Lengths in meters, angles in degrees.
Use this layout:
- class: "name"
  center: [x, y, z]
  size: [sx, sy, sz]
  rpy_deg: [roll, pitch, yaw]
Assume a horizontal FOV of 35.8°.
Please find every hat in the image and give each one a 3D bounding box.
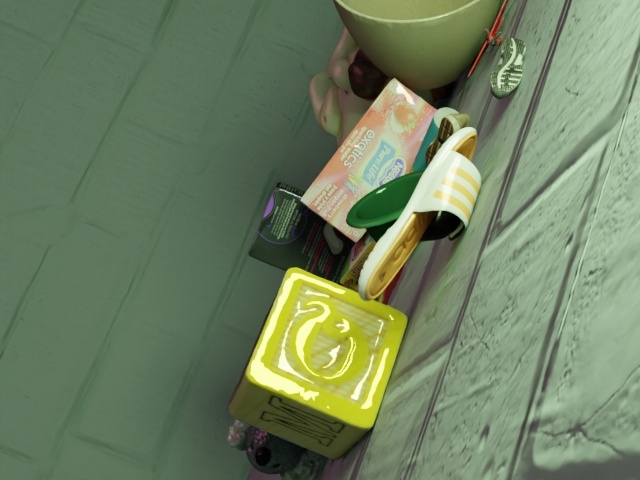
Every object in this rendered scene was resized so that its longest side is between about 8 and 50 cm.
- class: "hat"
  center: [0.150, 0.007, 1.657]
  size: [0.208, 0.184, 0.173]
  rpy_deg: [-25, 19, 8]

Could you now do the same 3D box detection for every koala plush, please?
- class: "koala plush"
  center: [-0.058, 0.317, 1.698]
  size: [0.203, 0.196, 0.221]
  rpy_deg: [-49, -16, -58]

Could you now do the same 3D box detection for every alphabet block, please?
- class: "alphabet block"
  center: [-0.008, 0.185, 1.459]
  size: [0.197, 0.193, 0.192]
  rpy_deg: [117, 174, -63]

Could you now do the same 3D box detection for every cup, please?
- class: "cup"
  center: [0.194, -0.430, 1.896]
  size: [0.237, 0.331, 0.331]
  rpy_deg: [75, -151, -49]

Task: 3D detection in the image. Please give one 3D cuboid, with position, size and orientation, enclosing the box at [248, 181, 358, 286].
- class: "box"
  center: [0.000, 0.000, 2.144]
  size: [0.143, 0.270, 0.165]
  rpy_deg: [-81, 14, -82]

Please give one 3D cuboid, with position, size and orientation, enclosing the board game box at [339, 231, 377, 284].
- class: "board game box"
  center: [0.116, -0.012, 1.959]
  size: [0.259, 0.039, 0.124]
  rpy_deg: [-56, 7, 33]

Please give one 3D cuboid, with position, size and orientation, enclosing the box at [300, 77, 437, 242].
- class: "box"
  center: [0.105, -0.156, 1.957]
  size: [0.300, 0.142, 0.154]
  rpy_deg: [-53, 0, 3]

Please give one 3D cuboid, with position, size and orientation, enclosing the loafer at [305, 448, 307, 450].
- class: "loafer"
  center: [-0.010, 0.327, 1.867]
  size: [0.061, 0.062, 0.170]
  rpy_deg: [122, 170, -49]

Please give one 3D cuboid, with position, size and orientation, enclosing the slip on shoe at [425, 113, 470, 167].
- class: "slip on shoe"
  center: [0.213, -0.163, 1.659]
  size: [0.041, 0.051, 0.135]
  rpy_deg: [-24, -31, -26]

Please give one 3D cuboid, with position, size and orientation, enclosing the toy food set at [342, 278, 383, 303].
- class: "toy food set"
  center: [0.069, 0.119, 1.886]
  size: [0.218, 0.071, 0.128]
  rpy_deg: [120, 172, -77]

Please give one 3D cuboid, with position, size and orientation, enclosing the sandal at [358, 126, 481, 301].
- class: "sandal"
  center: [0.146, -0.020, 1.266]
  size: [0.265, 0.076, 0.102]
  rpy_deg: [-56, -22, -11]

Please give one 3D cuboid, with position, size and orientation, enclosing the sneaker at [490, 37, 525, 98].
- class: "sneaker"
  center: [0.255, -0.225, 1.344]
  size: [0.044, 0.040, 0.109]
  rpy_deg: [89, -159, -51]

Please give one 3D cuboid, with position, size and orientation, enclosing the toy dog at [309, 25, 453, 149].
- class: "toy dog"
  center: [0.135, -0.328, 2.237]
  size: [0.408, 0.284, 0.395]
  rpy_deg: [118, 159, -69]

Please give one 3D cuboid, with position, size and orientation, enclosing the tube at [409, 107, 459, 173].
- class: "tube"
  center: [0.202, -0.161, 1.800]
  size: [0.080, 0.052, 0.207]
  rpy_deg: [-33, -17, -26]

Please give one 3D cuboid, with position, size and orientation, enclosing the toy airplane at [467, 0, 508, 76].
- class: "toy airplane"
  center: [0.292, -0.345, 1.692]
  size: [0.151, 0.028, 0.151]
  rpy_deg: [-156, 90, -88]
